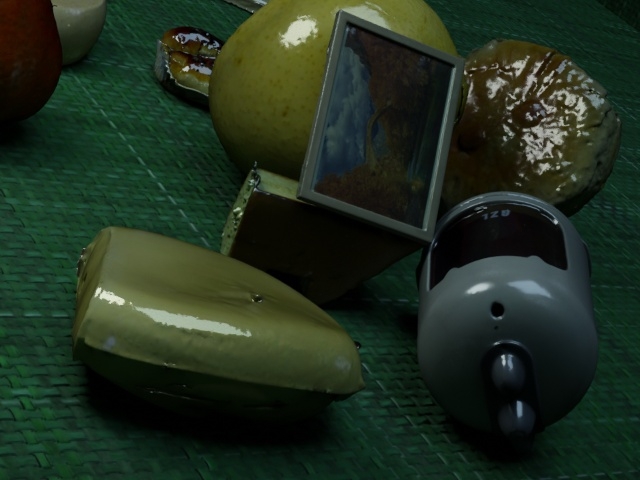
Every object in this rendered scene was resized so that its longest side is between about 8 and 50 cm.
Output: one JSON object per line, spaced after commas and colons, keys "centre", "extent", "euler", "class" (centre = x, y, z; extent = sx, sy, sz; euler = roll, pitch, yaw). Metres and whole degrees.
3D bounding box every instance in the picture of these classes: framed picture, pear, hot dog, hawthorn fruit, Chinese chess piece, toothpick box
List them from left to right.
{"centre": [-0.416, -0.269, 1.700], "extent": [0.224, 0.261, 0.224], "euler": [15, 22, -6], "class": "hawthorn fruit"}
{"centre": [-0.441, -0.354, 2.034], "extent": [0.273, 0.102, 0.273], "euler": [22, 25, -11], "class": "Chinese chess piece"}
{"centre": [-0.125, -0.239, 2.130], "extent": [0.270, 0.082, 0.163], "euler": [22, 26, -10], "class": "hot dog"}
{"centre": [0.028, -0.196, 1.888], "extent": [0.348, 0.348, 0.348], "euler": [21, 25, -10], "class": "pear"}
{"centre": [0.076, -0.137, 1.701], "extent": [0.184, 0.250, 0.016], "euler": [20, -20, -20], "class": "framed picture"}
{"centre": [0.215, 0.103, 1.631], "extent": [0.229, 0.229, 0.316], "euler": [23, 24, -5], "class": "toothpick box"}

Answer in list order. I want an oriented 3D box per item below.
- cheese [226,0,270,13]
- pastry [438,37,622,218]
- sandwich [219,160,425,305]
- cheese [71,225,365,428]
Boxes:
{"centre": [-0.221, -0.486, 2.593], "extent": [0.400, 0.034, 0.085], "euler": [23, 29, -3], "class": "cheese"}
{"centre": [0.281, -0.144, 2.081], "extent": [0.329, 0.330, 0.136], "euler": [43, 3, 35], "class": "pastry"}
{"centre": [0.000, 0.000, 1.719], "extent": [0.235, 0.128, 0.122], "euler": [18, 22, -17], "class": "sandwich"}
{"centre": [-0.099, 0.093, 1.436], "extent": [0.315, 0.128, 0.259], "euler": [22, 23, -12], "class": "cheese"}
